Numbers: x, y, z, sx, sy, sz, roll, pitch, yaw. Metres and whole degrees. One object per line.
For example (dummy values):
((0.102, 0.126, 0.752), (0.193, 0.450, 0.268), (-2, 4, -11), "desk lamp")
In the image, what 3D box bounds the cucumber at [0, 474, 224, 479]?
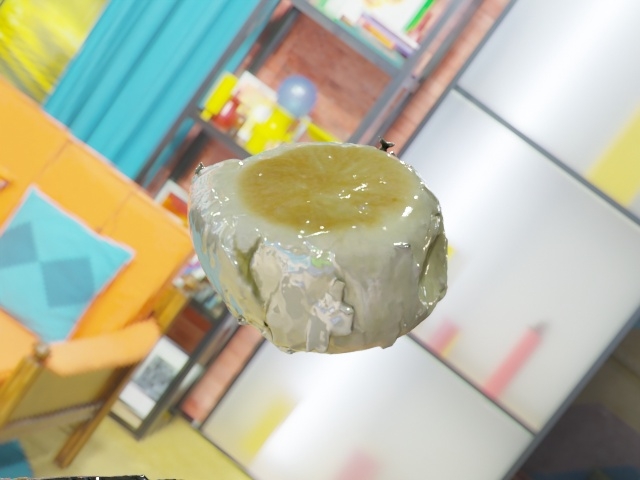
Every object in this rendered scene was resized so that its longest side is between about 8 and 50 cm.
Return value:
((-0.100, 0.133, 0.498), (0.220, 0.070, 0.046), (14, 41, -39), "cucumber")

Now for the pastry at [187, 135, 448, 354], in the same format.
((0.000, 0.000, 0.718), (0.165, 0.088, 0.166), (0, 31, 0), "pastry")
